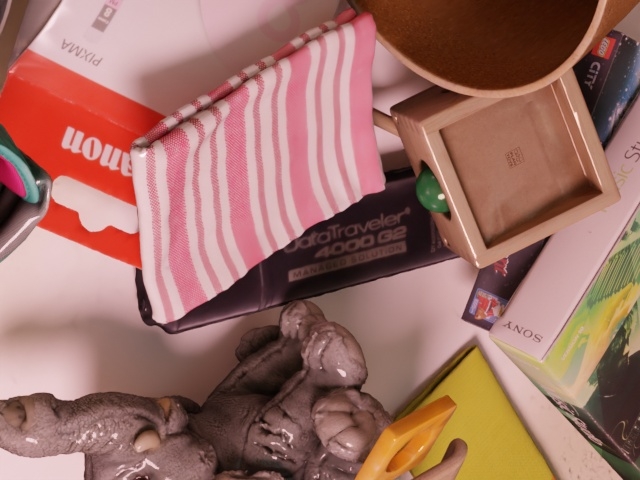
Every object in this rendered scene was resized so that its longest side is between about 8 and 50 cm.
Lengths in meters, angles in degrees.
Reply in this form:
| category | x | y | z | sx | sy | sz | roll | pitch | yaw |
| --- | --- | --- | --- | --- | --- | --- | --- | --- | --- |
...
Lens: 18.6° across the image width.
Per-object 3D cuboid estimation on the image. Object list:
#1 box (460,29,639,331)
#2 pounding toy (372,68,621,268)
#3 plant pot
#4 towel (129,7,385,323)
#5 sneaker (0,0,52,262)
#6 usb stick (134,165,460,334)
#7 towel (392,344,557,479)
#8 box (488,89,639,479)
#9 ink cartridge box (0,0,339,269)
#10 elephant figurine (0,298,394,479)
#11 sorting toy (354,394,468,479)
| category | x | y | z | sx | sy | sz | roll | pitch | yaw |
| --- | --- | --- | --- | --- | --- | --- | --- | --- | --- |
| box | 0.203 | -0.031 | 1.442 | 0.159 | 0.044 | 0.233 | 16 | 96 | -51 |
| pounding toy | 0.103 | -0.064 | 1.319 | 0.141 | 0.100 | 0.130 | -26 | 107 | -8 |
| plant pot | 0.164 | -0.249 | 1.273 | 0.254 | 0.237 | 0.237 | -32 | 122 | -38 |
| towel | -0.036 | -0.046 | 1.228 | 0.197 | 0.029 | 0.144 | -34 | 139 | -29 |
| sneaker | -0.212 | -0.091 | 1.083 | 0.124 | 0.178 | 0.295 | 15 | 97 | -36 |
| usb stick | 0.000 | 0.000 | 1.340 | 0.278 | 0.045 | 0.077 | -14 | 106 | -30 |
| towel | 0.133 | 0.193 | 1.511 | 0.102 | 0.021 | 0.237 | -44 | 124 | -18 |
| box | 0.265 | 0.052 | 1.474 | 0.232 | 0.058 | 0.322 | -57 | 140 | -10 |
| ink cartridge box | -0.096 | -0.105 | 1.208 | 0.189 | 0.066 | 0.232 | 24 | 75 | -37 |
| elephant figurine | -0.081 | 0.151 | 1.282 | 0.239 | 0.169 | 0.186 | -27 | 84 | -19 |
| sorting toy | 0.020 | 0.235 | 1.313 | 0.196 | 0.047 | 0.347 | -30 | 154 | -32 |
